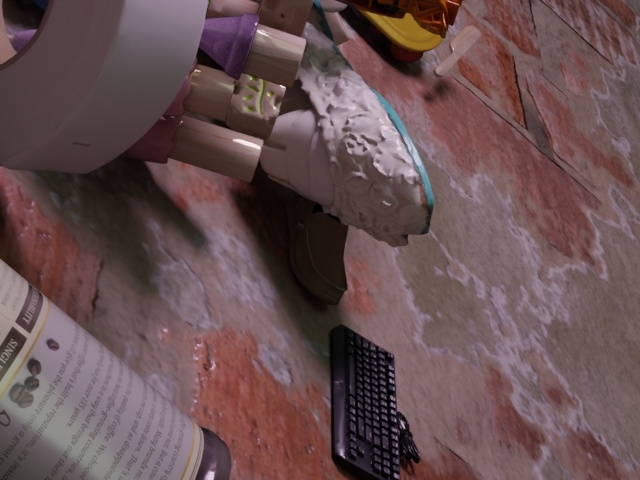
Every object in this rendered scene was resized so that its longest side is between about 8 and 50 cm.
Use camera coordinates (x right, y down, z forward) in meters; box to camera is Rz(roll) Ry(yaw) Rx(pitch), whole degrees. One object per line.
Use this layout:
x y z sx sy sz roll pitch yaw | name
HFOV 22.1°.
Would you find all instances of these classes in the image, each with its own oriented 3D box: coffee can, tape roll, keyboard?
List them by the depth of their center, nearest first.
-0.219 0.114 0.966 0.275 0.201 0.201 43 28 -16 | coffee can
-0.225 -0.195 1.260 0.100 0.286 0.286 1 55 -57 | tape roll
0.055 0.162 1.535 0.108 0.023 0.180 37 30 -26 | keyboard

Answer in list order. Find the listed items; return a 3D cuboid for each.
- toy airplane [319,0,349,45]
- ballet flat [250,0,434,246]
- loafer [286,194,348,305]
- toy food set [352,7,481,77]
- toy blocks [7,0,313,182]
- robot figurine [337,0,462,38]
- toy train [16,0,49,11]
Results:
-0.094 -0.430 1.840 0.386 0.272 0.384 50 -13 16 | toy airplane
-0.016 -0.122 1.640 0.147 0.147 0.409 28 22 -38 | ballet flat
0.000 0.000 1.620 0.056 0.050 0.148 25 34 -37 | loafer
0.092 -0.295 2.133 0.218 0.071 0.128 43 51 -12 | toy food set
-0.130 -0.245 1.401 0.260 0.309 0.288 18 72 -5 | toy blocks
0.012 -0.310 1.616 0.291 0.211 0.085 20 62 3 | robot figurine
-0.234 -0.251 1.539 0.184 0.080 0.105 40 46 -29 | toy train
